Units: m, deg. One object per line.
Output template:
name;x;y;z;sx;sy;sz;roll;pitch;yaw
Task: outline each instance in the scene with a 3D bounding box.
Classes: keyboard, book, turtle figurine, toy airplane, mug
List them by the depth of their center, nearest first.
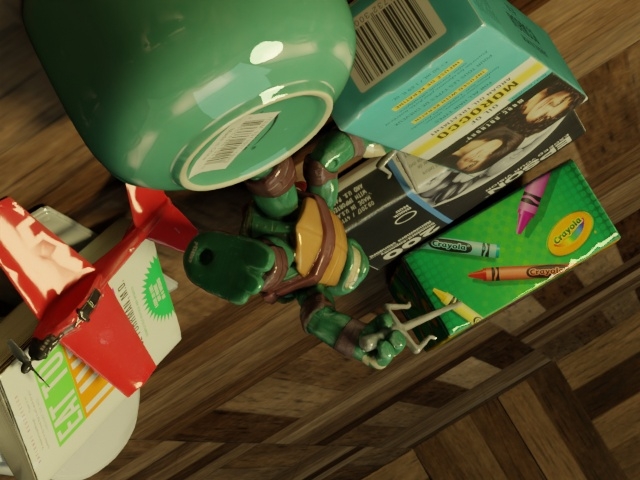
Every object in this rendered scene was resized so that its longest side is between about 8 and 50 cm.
mug;-0.049;-0.077;0.603;0.129;0.097;0.157;-29;164;-5
toy airplane;-0.122;0.019;0.778;0.028;0.151;0.151;3;-168;44
book;-0.144;0.066;0.823;0.144;0.035;0.096;-49;139;-39
turtle figurine;0.000;0.000;0.861;0.118;0.175;0.234;-17;162;22
keyboard;-0.159;0.025;0.890;0.072;0.014;0.256;-36;165;2

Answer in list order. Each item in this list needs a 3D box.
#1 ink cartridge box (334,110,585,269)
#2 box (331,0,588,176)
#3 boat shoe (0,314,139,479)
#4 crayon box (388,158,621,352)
ink cartridge box;0.106;-0.051;1.067;0.206;0.045;0.208;-33;166;11
box;0.081;-0.101;0.836;0.100;0.060;0.244;-35;164;18
boat shoe;-0.228;0.097;0.827;0.102;0.108;0.301;3;-179;29
crayon box;0.156;0.023;1.242;0.165;0.081;0.278;-30;173;-4
